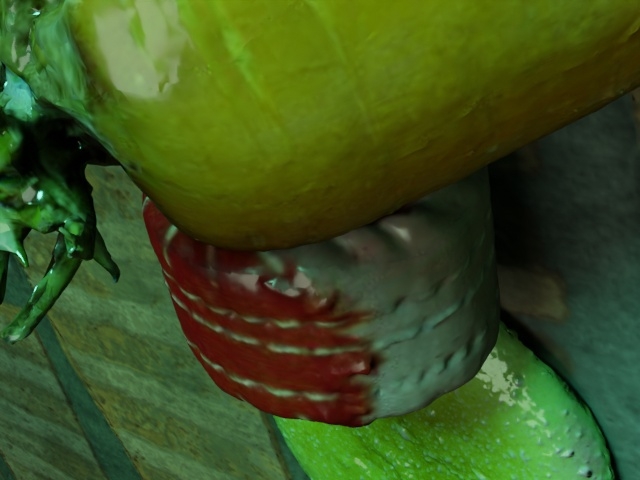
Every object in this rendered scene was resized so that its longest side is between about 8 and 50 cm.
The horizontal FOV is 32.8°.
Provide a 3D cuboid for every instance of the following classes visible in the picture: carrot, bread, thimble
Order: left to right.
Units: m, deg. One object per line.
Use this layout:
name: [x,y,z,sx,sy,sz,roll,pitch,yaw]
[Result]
carrot: [-0.006,-0.104,0.391,0.193,0.331,0.214,63,176,-32]
thimble: [0.002,0.004,0.579,0.189,0.163,0.125,25,142,39]
bread: [0.068,0.134,0.740,0.301,0.045,0.301,27,139,26]
